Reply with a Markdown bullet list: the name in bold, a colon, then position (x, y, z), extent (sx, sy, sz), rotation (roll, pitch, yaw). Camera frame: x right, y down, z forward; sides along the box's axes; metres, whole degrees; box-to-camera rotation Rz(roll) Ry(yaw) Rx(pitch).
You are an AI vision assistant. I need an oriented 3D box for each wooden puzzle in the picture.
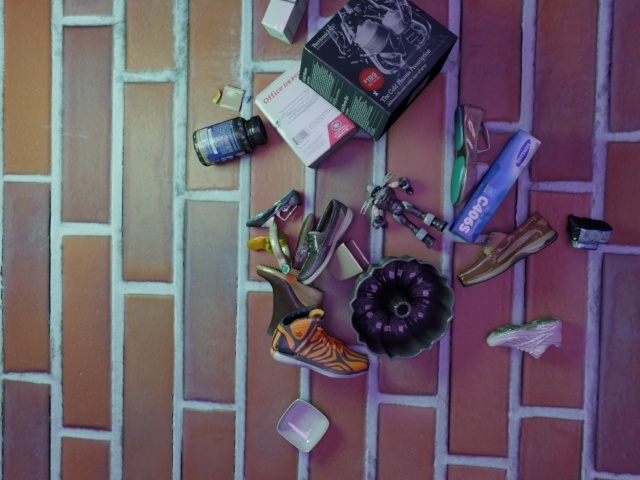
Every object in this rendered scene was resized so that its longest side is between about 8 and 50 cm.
- **wooden puzzle**: position (-0.291, -0.466, 1.949), extent (0.116, 0.014, 0.079), rotation (23, 99, 7)

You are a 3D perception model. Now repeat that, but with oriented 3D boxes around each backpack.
- **backpack**: position (0.800, -0.021, 1.770), extent (0.114, 0.105, 0.084), rotation (5, 115, 7)

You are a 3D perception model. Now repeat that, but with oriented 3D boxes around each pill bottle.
- **pill bottle**: position (-0.286, -0.323, 1.898), extent (0.219, 0.123, 0.123), rotation (-16, 90, 8)

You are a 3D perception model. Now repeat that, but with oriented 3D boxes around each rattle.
- **rattle**: position (-0.158, 0.060, 1.868), extent (0.142, 0.130, 0.200), rotation (-10, 62, -3)

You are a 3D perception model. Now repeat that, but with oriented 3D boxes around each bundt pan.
- **bundt pan**: position (0.233, 0.190, 1.809), extent (0.330, 0.124, 0.331), rotation (-3, 106, -11)

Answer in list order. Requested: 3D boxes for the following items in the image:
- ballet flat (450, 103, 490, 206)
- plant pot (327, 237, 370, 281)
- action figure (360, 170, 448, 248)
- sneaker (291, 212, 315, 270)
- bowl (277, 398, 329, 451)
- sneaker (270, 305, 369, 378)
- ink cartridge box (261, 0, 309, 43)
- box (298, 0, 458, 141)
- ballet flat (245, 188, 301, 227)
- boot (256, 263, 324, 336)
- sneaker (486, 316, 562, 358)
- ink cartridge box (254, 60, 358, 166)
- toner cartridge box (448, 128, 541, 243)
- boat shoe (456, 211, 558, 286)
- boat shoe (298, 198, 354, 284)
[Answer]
- **ballet flat**: position (0.462, -0.258, 1.810), extent (0.106, 0.107, 0.316), rotation (3, 93, -6)
- **plant pot**: position (0.080, 0.070, 1.876), extent (0.096, 0.109, 0.109), rotation (-37, 87, 19)
- **action figure**: position (0.250, -0.092, 1.850), extent (0.285, 0.099, 0.185), rotation (37, 103, 9)
- **sneaker**: position (-0.036, 0.008, 1.915), extent (0.071, 0.066, 0.188), rotation (16, 98, -12)
- **bowl**: position (-0.054, 0.594, 1.934), extent (0.142, 0.053, 0.142), rotation (37, 97, 5)
- **sneaker**: position (0.016, 0.312, 1.842), extent (0.321, 0.124, 0.180), rotation (13, 105, -12)
- **ink cartridge box**: position (-0.098, -0.730, 1.848), extent (0.082, 0.139, 0.191), rotation (26, 95, 5)
- **box**: position (0.164, -0.533, 1.743), extent (0.312, 0.179, 0.343), rotation (39, 73, 6)
- **ballet flat**: position (-0.145, -0.085, 1.915), extent (0.203, 0.074, 0.074), rotation (-34, 87, 5)
- **boot**: position (-0.131, 0.210, 1.911), extent (0.248, 0.090, 0.207), rotation (27, 93, 3)
- **sneaker**: position (0.629, 0.311, 1.813), extent (0.232, 0.090, 0.115), rotation (-12, 94, 9)
- **ink cartridge box**: position (-0.043, -0.392, 1.865), extent (0.197, 0.114, 0.273), rotation (-39, 87, 8)
- **toner cartridge box**: position (0.513, -0.155, 1.772), extent (0.075, 0.165, 0.348), rotation (33, 97, 4)
- **boat shoe**: position (0.553, 0.026, 1.805), extent (0.324, 0.122, 0.120), rotation (-30, 82, 0)
- **boat shoe**: position (0.000, 0.000, 1.844), extent (0.092, 0.103, 0.285), rotation (36, 76, -22)
